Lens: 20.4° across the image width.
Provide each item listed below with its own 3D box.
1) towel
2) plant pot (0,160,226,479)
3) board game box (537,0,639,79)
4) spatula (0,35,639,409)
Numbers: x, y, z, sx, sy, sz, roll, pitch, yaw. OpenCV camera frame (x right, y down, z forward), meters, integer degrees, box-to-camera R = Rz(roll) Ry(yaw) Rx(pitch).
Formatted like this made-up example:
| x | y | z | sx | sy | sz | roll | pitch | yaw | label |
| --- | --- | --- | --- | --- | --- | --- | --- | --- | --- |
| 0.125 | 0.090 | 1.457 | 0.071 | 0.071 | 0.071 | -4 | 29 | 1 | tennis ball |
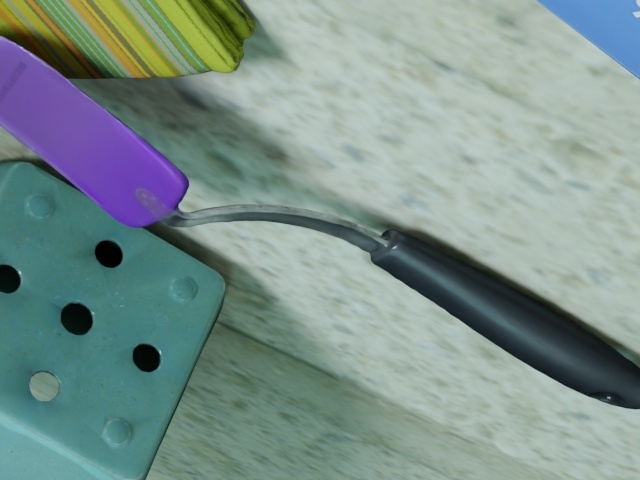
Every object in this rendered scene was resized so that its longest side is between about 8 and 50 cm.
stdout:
| x | y | z | sx | sy | sz | roll | pitch | yaw | label |
| --- | --- | --- | --- | --- | --- | --- | --- | --- | --- |
| -0.137 | -0.096 | 0.625 | 0.237 | 0.021 | 0.102 | 3 | 145 | 40 | towel |
| -0.149 | 0.070 | 0.810 | 0.165 | 0.165 | 0.234 | 30 | 148 | -13 | plant pot |
| 0.102 | -0.112 | 0.292 | 0.347 | 0.078 | 0.233 | 34 | 154 | -19 | board game box |
| 0.000 | 0.000 | 0.657 | 0.296 | 0.030 | 0.084 | 23 | 162 | -14 | spatula |
